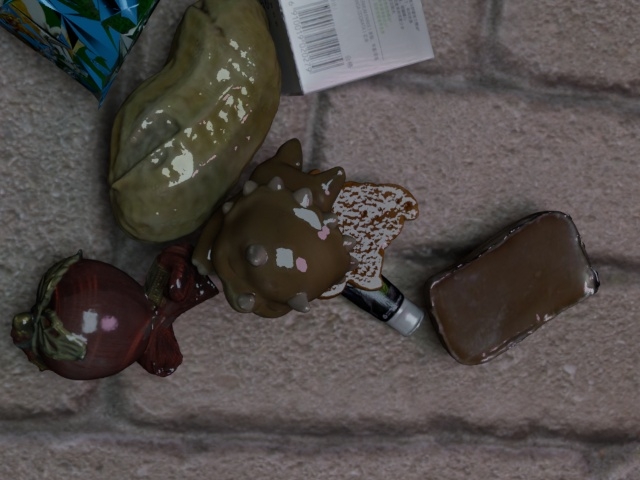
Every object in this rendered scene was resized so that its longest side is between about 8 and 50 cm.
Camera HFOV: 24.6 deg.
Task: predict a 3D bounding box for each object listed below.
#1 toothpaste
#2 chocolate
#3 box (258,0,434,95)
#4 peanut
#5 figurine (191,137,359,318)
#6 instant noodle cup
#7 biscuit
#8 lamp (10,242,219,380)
[{"bbox_3d":[0.053,0.059,2.001,0.193,0.045,0.071,39,79,-10],"label":"toothpaste"},{"bbox_3d":[0.251,0.059,2.044,0.261,0.083,0.161,-27,111,-18],"label":"chocolate"},{"bbox_3d":[0.016,-0.335,1.918,0.194,0.111,0.260,-17,97,-17],"label":"box"},{"bbox_3d":[-0.155,-0.151,1.857,0.174,0.158,0.340,34,77,8],"label":"peanut"},{"bbox_3d":[-0.033,-0.011,1.803,0.247,0.173,0.177,-36,106,-40],"label":"figurine"},{"bbox_3d":[-0.285,-0.307,1.771,0.178,0.240,0.240,28,85,-10],"label":"instant noodle cup"},{"bbox_3d":[0.000,0.000,1.963,0.280,0.043,0.183,-23,84,-5],"label":"biscuit"},{"bbox_3d":[-0.268,0.085,1.836,0.223,0.151,0.215,-9,140,-40],"label":"lamp"}]
